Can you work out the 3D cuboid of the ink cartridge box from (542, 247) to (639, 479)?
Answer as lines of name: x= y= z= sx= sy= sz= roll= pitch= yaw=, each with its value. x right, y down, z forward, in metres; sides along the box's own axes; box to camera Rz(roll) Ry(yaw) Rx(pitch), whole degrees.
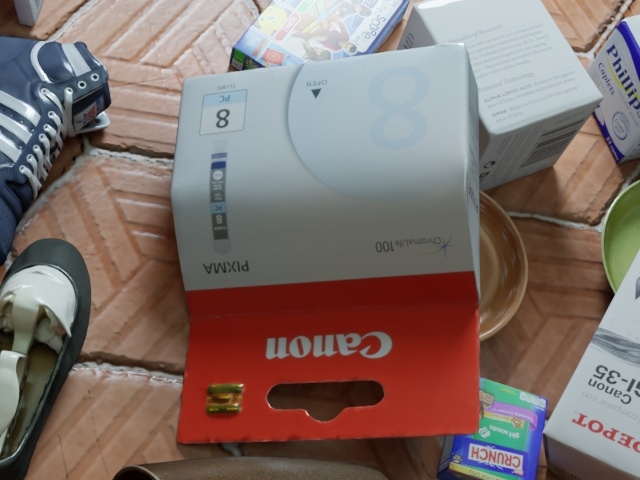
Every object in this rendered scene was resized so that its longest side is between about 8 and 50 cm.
ink cartridge box: x=0.377 y=0.139 z=1.133 sx=0.207 sy=0.117 sz=0.283 roll=24 pitch=70 yaw=25

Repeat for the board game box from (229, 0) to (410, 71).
board game box: x=0.002 y=-0.251 z=1.357 sx=0.136 sy=0.035 sz=0.201 roll=33 pitch=61 yaw=5

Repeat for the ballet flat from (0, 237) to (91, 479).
ballet flat: x=-0.278 y=0.107 z=1.074 sx=0.095 sy=0.096 sz=0.280 roll=12 pitch=61 yaw=-6

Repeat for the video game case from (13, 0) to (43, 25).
video game case: x=-0.316 y=-0.370 z=1.250 sx=0.023 sy=0.201 sz=0.183 roll=9 pitch=61 yaw=2

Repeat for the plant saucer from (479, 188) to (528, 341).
plant saucer: x=0.125 y=0.026 z=1.233 sx=0.200 sy=0.037 sz=0.199 roll=3 pitch=68 yaw=-8

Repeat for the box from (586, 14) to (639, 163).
box: x=0.385 y=-0.182 z=1.349 sx=0.072 sy=0.137 sz=0.126 roll=-13 pitch=67 yaw=-18

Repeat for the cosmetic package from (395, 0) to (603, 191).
cosmetic package: x=0.191 y=-0.175 z=1.294 sx=0.152 sy=0.151 sz=0.183 roll=-20 pitch=69 yaw=-20

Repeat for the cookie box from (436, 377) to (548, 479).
cookie box: x=0.177 y=0.203 z=1.160 sx=0.092 sy=0.040 sz=0.107 roll=18 pitch=62 yaw=-4

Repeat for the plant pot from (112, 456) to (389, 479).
plant pot: x=-0.041 y=0.279 z=0.996 sx=0.231 sy=0.215 sz=0.215 roll=-8 pitch=65 yaw=-33

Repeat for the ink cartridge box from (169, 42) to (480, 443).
ink cartridge box: x=0.000 y=0.000 z=1.121 sx=0.308 sy=0.091 sz=0.384 roll=-4 pitch=63 yaw=16

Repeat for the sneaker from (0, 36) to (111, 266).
sneaker: x=-0.292 y=-0.099 z=1.176 sx=0.153 sy=0.099 sz=0.282 roll=-2 pitch=61 yaw=-12

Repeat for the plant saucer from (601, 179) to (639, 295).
plant saucer: x=0.431 y=0.034 z=1.307 sx=0.241 sy=0.037 sz=0.240 roll=5 pitch=62 yaw=-10
